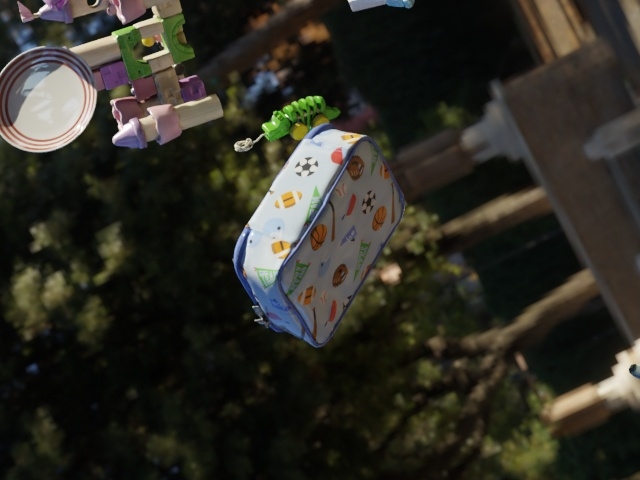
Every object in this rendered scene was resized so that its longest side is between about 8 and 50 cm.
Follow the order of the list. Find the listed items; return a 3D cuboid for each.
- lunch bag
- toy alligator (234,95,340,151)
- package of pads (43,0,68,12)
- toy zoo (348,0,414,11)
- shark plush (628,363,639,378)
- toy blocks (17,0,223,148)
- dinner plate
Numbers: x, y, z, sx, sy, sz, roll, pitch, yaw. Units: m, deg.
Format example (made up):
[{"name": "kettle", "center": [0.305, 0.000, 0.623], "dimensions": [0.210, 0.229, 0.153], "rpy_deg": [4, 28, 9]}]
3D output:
[{"name": "lunch bag", "center": [0.000, 0.000, 2.130], "dimensions": [0.115, 0.303, 0.243], "rpy_deg": [20, 155, 32]}, {"name": "toy alligator", "center": [-0.051, -0.191, 2.275], "dimensions": [0.056, 0.190, 0.051], "rpy_deg": [47, 149, 41]}, {"name": "package of pads", "center": [-0.418, -0.396, 2.211], "dimensions": [0.083, 0.050, 0.032], "rpy_deg": [46, 176, 9]}, {"name": "toy zoo", "center": [0.115, -0.516, 2.546], "dimensions": [0.030, 0.192, 0.293], "rpy_deg": [64, -174, -56]}, {"name": "shark plush", "center": [0.418, 0.159, 1.625], "dimensions": [0.161, 0.073, 0.067], "rpy_deg": [49, 160, -5]}, {"name": "toy blocks", "center": [-0.352, -0.316, 2.467], "dimensions": [0.309, 0.260, 0.288], "rpy_deg": [-135, 27, -62]}, {"name": "dinner plate", "center": [-0.347, -0.177, 1.822], "dimensions": [0.017, 0.141, 0.141], "rpy_deg": [53, -167, -72]}]
